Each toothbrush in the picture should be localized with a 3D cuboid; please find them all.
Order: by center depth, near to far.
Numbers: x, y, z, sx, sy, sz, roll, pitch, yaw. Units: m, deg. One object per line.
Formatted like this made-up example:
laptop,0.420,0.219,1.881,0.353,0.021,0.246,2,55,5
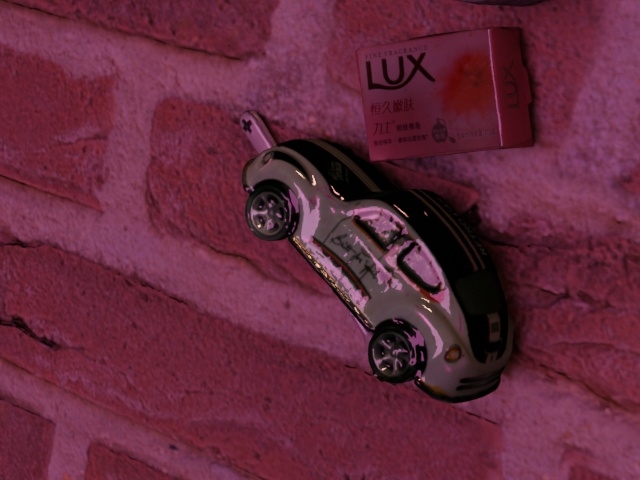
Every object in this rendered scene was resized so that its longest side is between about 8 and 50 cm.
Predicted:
toothbrush,-0.001,0.000,1.596,0.030,0.030,0.304,-40,73,33

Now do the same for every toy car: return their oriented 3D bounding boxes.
toy car,0.062,0.007,1.487,0.306,0.136,0.125,51,119,20

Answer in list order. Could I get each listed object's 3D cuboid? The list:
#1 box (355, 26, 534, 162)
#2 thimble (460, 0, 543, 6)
box,0.111,-0.130,1.480,0.156,0.060,0.111,-6,92,35
thimble,0.154,-0.271,1.392,0.127,0.118,0.151,29,112,32
